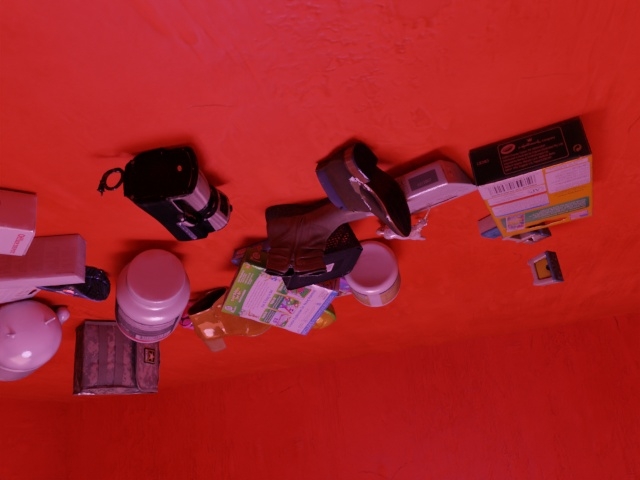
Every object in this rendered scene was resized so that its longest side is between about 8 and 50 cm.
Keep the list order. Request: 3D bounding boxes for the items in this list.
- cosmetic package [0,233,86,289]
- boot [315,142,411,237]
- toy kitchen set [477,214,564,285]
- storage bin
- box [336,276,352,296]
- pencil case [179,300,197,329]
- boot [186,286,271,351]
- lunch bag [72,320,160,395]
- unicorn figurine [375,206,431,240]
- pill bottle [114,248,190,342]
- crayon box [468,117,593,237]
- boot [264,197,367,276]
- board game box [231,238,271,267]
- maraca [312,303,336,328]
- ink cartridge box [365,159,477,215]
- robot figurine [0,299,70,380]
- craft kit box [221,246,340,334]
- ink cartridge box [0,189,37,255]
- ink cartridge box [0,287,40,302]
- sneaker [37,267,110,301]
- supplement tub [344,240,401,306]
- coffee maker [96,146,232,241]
[{"bbox_3d":[-0.641,0.050,1.202,0.238,0.099,0.060,-4,158,-5],"label":"cosmetic package"},{"bbox_3d":[0.085,-0.085,1.046,0.106,0.082,0.219,-12,127,41],"label":"boot"},{"bbox_3d":[0.521,0.017,1.373,0.207,0.166,0.122,7,155,-32],"label":"toy kitchen set"},{"bbox_3d":[-0.006,0.035,1.288,0.180,0.084,0.122,-13,148,-26],"label":"storage bin"},{"bbox_3d":[-0.019,0.113,1.601,0.200,0.057,0.293,-16,156,25],"label":"box"},{"bbox_3d":[-0.356,0.250,1.809,0.209,0.098,0.095,17,-167,-46],"label":"pencil case"},{"bbox_3d":[-0.258,0.216,1.732,0.295,0.104,0.211,-29,136,-18],"label":"boot"},{"bbox_3d":[-0.686,0.409,1.906,0.286,0.236,0.169,9,155,-36],"label":"lunch bag"},{"bbox_3d":[0.204,-0.024,1.289,0.161,0.060,0.111,-16,172,26],"label":"unicorn figurine"},{"bbox_3d":[-0.422,0.139,1.385,0.176,0.177,0.318,2,157,-21],"label":"pill bottle"},{"bbox_3d":[0.442,-0.113,1.136,0.203,0.083,0.323,-16,156,21],"label":"crayon box"},{"bbox_3d":[0.000,0.000,1.179,0.246,0.161,0.083,-8,158,4],"label":"boot"},{"bbox_3d":[-0.099,0.077,1.418,0.160,0.039,0.211,-18,133,27],"label":"board game box"},{"bbox_3d":[-0.041,0.199,1.608,0.185,0.099,0.127,16,152,15],"label":"maraca"},{"bbox_3d":[0.216,-0.105,1.161,0.189,0.066,0.232,-22,175,32],"label":"ink cartridge box"},{"bbox_3d":[-0.874,0.288,1.595,0.353,0.200,0.300,-30,-173,46],"label":"robot figurine"},{"bbox_3d":[-0.108,0.139,1.421,0.246,0.061,0.250,16,140,-14],"label":"craft kit box"},{"bbox_3d":[-0.632,-0.037,1.004,0.190,0.082,0.139,8,155,-35],"label":"ink cartridge box"},{"bbox_3d":[-0.830,0.127,1.445,0.145,0.045,0.179,-27,169,40],"label":"ink cartridge box"},{"bbox_3d":[-0.628,0.101,1.385,0.087,0.083,0.221,-6,158,37],"label":"sneaker"},{"bbox_3d":[0.143,0.097,1.491,0.144,0.145,0.200,-10,158,7],"label":"supplement tub"},{"bbox_3d":[-0.266,-0.081,0.992,0.171,0.120,0.178,13,161,15],"label":"coffee maker"}]
